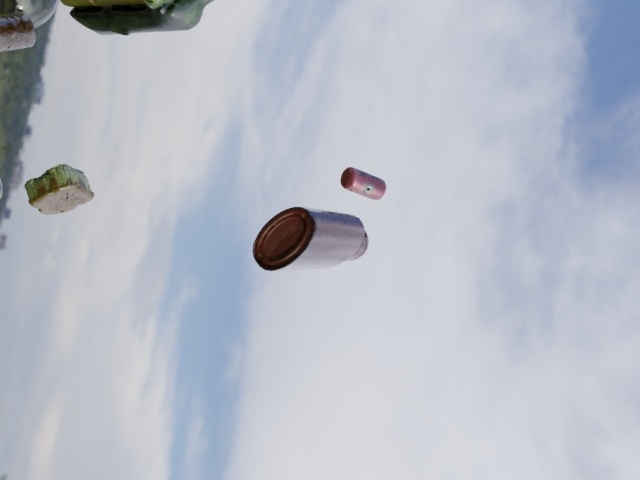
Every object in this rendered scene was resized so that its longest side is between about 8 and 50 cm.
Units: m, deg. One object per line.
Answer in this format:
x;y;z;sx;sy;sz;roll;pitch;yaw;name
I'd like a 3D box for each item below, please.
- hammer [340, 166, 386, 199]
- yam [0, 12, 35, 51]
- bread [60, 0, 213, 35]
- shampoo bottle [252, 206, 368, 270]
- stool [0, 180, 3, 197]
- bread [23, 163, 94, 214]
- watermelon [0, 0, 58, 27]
0.071;-0.092;1.320;0.043;0.083;0.043;-26;-126;44;hammer
-0.652;-0.420;1.626;0.079;0.141;0.079;16;-64;37;yam
-0.366;-0.545;1.611;0.377;0.208;0.251;9;-115;41;bread
0.000;0.000;1.148;0.102;0.260;0.064;-42;-105;15;shampoo bottle
-0.710;-0.098;1.501;0.195;0.195;0.198;-61;-144;25;stool
-0.612;-0.116;1.883;0.069;0.128;0.140;66;7;14;bread
-0.774;-0.645;2.056;0.212;0.212;0.212;-35;-131;56;watermelon
